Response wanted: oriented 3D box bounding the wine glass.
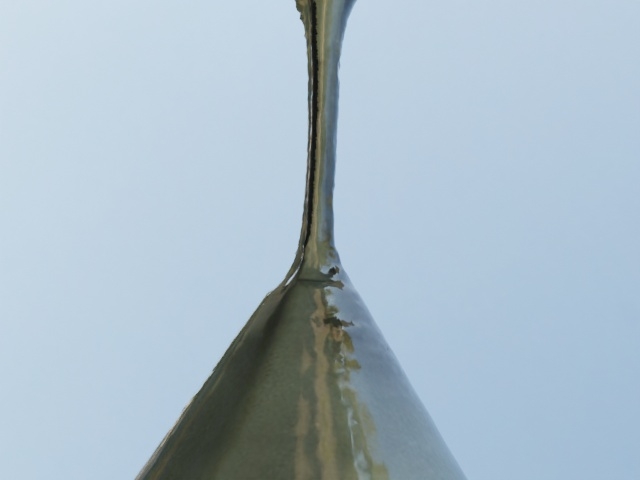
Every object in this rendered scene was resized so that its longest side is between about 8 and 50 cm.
[{"bbox_3d":[0.000,0.000,0.843,0.267,0.267,0.406,-9,-106,56],"label":"wine glass"}]
